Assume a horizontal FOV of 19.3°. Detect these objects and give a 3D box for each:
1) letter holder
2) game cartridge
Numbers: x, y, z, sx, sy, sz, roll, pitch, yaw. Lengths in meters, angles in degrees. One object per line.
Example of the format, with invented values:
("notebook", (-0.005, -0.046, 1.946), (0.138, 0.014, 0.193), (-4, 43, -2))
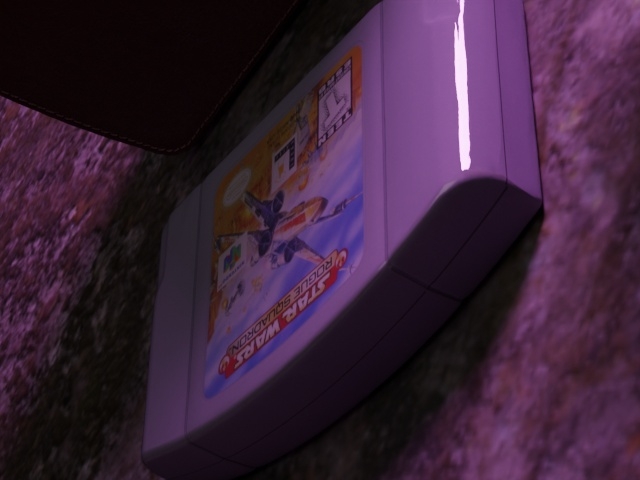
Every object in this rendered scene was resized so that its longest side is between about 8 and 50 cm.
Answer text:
("letter holder", (-0.171, -0.214, 1.205), (0.214, 0.302, 0.152), (-53, 28, 24))
("game cartridge", (0.000, 0.000, 0.985), (0.297, 0.062, 0.198), (-43, 29, 38))
